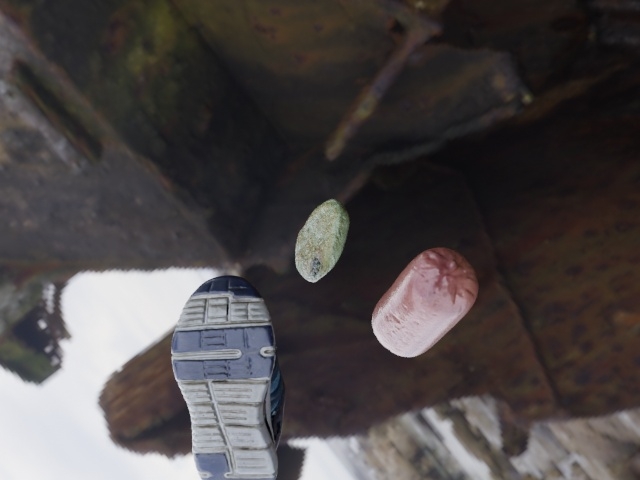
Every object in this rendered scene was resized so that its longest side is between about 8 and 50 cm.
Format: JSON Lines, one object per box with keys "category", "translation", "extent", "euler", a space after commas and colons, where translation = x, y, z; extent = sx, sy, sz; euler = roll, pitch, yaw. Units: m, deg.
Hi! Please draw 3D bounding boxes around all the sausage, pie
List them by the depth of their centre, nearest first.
{"category": "sausage", "translation": [0.086, 0.053, 0.974], "extent": [0.062, 0.062, 0.154], "euler": [52, 157, 10]}
{"category": "pie", "translation": [0.000, 0.000, 1.084], "extent": [0.017, 0.085, 0.085], "euler": [20, -172, -23]}

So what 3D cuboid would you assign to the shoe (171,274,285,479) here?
{"category": "shoe", "translation": [-0.078, 0.122, 1.047], "extent": [0.106, 0.091, 0.207], "euler": [-85, -8, -64]}
